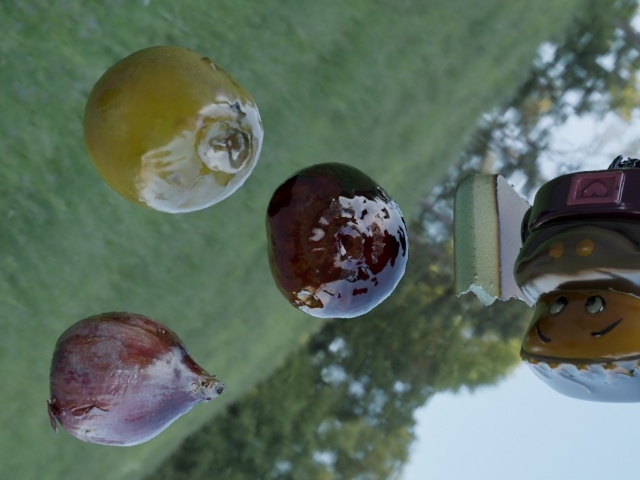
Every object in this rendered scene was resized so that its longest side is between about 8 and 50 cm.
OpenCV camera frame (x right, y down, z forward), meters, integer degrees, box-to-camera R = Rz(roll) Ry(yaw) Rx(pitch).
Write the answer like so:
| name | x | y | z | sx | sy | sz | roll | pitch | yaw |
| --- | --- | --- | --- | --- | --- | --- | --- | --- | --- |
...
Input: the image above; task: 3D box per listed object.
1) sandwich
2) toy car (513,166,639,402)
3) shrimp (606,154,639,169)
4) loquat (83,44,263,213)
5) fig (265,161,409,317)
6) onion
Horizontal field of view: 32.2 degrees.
| name | x | y | z | sx | sy | sz | roll | pitch | yaw |
| --- | --- | --- | --- | --- | --- | --- | --- | --- | --- |
| sandwich | 0.295 | 0.012 | 1.919 | 0.108 | 0.220 | 0.186 | 3 | -117 | 40 |
| toy car | 0.360 | 0.080 | 1.253 | 0.271 | 0.340 | 0.240 | -3 | -118 | 40 |
| shrimp | 0.395 | -0.044 | 1.523 | 0.178 | 0.075 | 0.289 | -60 | 175 | -38 |
| loquat | -0.204 | -0.150 | 1.505 | 0.244 | 0.244 | 0.244 | -53 | -170 | 14 |
| fig | 0.016 | -0.006 | 1.479 | 0.186 | 0.204 | 0.249 | -22 | -173 | -2 |
| onion | -0.200 | 0.153 | 1.230 | 0.159 | 0.195 | 0.159 | 0 | 90 | -77 |
